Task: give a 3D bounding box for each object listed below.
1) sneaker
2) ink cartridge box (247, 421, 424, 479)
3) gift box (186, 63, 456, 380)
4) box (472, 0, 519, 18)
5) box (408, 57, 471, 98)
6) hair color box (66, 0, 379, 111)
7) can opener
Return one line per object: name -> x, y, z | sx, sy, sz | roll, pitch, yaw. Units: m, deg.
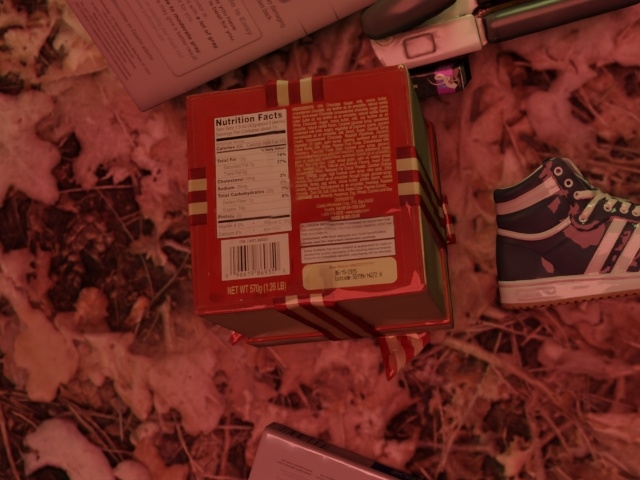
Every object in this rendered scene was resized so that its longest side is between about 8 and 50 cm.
sneaker -> 0.314, -0.022, 1.038 | 0.282, 0.099, 0.153 | -10, 90, 17
ink cartridge box -> 0.009, 0.349, 1.145 | 0.223, 0.045, 0.224 | 19, 96, 14
gift box -> 0.000, 0.000, 1.033 | 0.255, 0.258, 0.276 | -2, 78, 13
box -> 0.211, -0.308, 1.083 | 0.232, 0.058, 0.087 | -34, 83, 11
box -> 0.077, -0.166, 1.087 | 0.162, 0.116, 0.029 | -9, 103, 14
hair color box -> -0.076, -0.307, 1.080 | 0.374, 0.113, 0.185 | -22, 122, 16
can opener -> 0.181, -0.239, 1.011 | 0.283, 0.095, 0.076 | -14, 87, 10
